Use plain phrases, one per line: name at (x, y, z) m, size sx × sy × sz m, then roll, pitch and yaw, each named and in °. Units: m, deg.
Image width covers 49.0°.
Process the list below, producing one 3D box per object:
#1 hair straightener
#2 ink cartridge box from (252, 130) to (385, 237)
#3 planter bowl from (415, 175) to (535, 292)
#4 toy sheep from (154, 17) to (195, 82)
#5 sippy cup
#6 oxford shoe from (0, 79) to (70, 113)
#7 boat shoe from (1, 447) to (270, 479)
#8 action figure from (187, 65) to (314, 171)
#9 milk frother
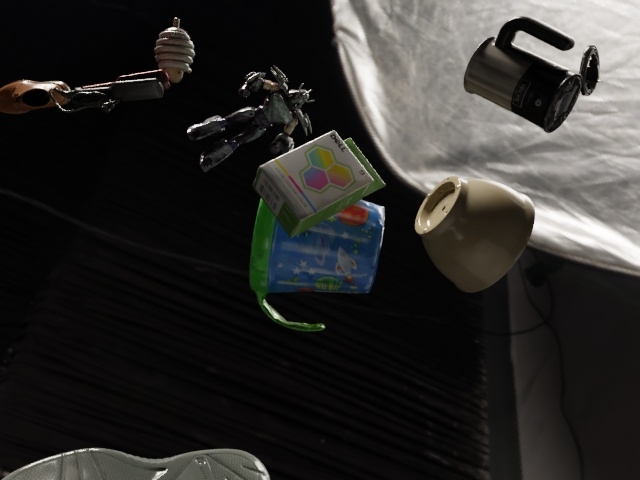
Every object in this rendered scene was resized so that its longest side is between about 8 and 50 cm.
hair straightener at (-0.404, -0.277, 1.318) m, size 0.089 × 0.230 × 0.047 m, roll -83°, pitch -11°, yaw -53°
ink cartridge box at (0.009, -0.101, 1.113) m, size 0.209 × 0.109 × 0.062 m, roll -29°, pitch -15°, yaw -29°
planter bowl at (0.203, -0.023, 0.988) m, size 0.162 × 0.109 × 0.162 m, roll -51°, pitch 18°, yaw 23°
toy sheep at (-0.302, -0.394, 1.460) m, size 0.091 × 0.091 × 0.132 m, roll 180°, pitch 88°, yaw -67°
sippy cup at (0.000, 0.000, 1.314) m, size 0.240 × 0.224 × 0.306 m, roll -75°, pitch -5°, yaw -54°
oxford shoe at (-0.695, -0.336, 1.645) m, size 0.212 × 0.076 × 0.076 m, roll -4°, pitch 18°, yaw 21°
boat shoe at (-0.219, 0.320, 0.836) m, size 0.118 × 0.320 × 0.103 m, roll 53°, pitch 132°, yaw 50°
action figure at (-0.141, -0.255, 1.514) m, size 0.285 × 0.185 × 0.099 m, roll -25°, pitch 9°, yaw 14°
milk frother at (0.298, -0.230, 0.967) m, size 0.134 × 0.143 × 0.129 m, roll 37°, pitch 111°, yaw 29°
